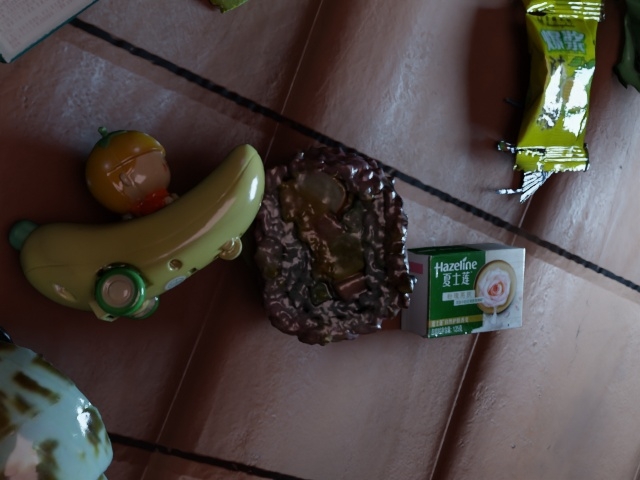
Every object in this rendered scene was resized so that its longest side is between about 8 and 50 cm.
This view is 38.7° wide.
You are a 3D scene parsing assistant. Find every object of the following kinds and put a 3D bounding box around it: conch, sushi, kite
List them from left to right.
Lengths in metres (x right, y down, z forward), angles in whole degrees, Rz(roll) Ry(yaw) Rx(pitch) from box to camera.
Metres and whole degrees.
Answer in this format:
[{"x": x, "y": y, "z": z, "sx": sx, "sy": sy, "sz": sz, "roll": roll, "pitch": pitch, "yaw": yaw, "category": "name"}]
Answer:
[{"x": -0.346, "y": 0.301, "z": 1.078, "sx": 0.249, "sy": 0.197, "sz": 0.368, "roll": -28, "pitch": 118, "yaw": 23, "category": "conch"}, {"x": 0.000, "y": 0.000, "z": 1.267, "sx": 0.237, "sy": 0.171, "sz": 0.270, "roll": -9, "pitch": 104, "yaw": 0, "category": "sushi"}, {"x": 0.356, "y": -0.151, "z": 1.545, "sx": 0.160, "sy": 0.010, "sz": 0.182, "roll": 4, "pitch": 93, "yaw": -34, "category": "kite"}]

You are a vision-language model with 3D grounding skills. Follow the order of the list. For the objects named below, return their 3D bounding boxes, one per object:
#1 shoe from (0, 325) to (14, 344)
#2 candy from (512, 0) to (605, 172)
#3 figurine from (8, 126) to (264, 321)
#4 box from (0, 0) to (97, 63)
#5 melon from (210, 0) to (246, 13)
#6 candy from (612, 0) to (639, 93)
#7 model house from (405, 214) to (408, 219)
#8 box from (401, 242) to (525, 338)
[{"x": -0.405, "y": 0.168, "z": 1.142, "sx": 0.071, "sy": 0.049, "sz": 0.179, "roll": -17, "pitch": 124, "yaw": -11, "category": "shoe"}, {"x": 0.397, "y": -0.261, "z": 1.509, "sx": 0.187, "sy": 0.081, "sz": 0.297, "roll": -4, "pitch": 97, "yaw": -32, "category": "candy"}, {"x": -0.223, "y": -0.034, "z": 1.142, "sx": 0.325, "sy": 0.124, "sz": 0.222, "roll": -32, "pitch": 81, "yaw": -4, "category": "figurine"}, {"x": -0.324, "y": -0.338, "z": 1.069, "sx": 0.245, "sy": 0.092, "sz": 0.153, "roll": -39, "pitch": 115, "yaw": -12, "category": "box"}, {"x": -0.169, "y": -0.390, "z": 1.202, "sx": 0.262, "sy": 0.053, "sz": 0.114, "roll": 26, "pitch": 102, "yaw": -26, "category": "melon"}, {"x": 0.675, "y": -0.270, "z": 1.581, "sx": 0.263, "sy": 0.172, "sz": 0.397, "roll": -9, "pitch": 74, "yaw": -30, "category": "candy"}, {"x": 0.094, "y": -0.008, "z": 1.391, "sx": 0.058, "sy": 0.057, "sz": 0.083, "roll": 19, "pitch": 90, "yaw": 8, "category": "model house"}, {"x": 0.230, "y": 0.078, "z": 1.469, "sx": 0.199, "sy": 0.081, "sz": 0.135, "roll": -5, "pitch": 100, "yaw": -31, "category": "box"}]
